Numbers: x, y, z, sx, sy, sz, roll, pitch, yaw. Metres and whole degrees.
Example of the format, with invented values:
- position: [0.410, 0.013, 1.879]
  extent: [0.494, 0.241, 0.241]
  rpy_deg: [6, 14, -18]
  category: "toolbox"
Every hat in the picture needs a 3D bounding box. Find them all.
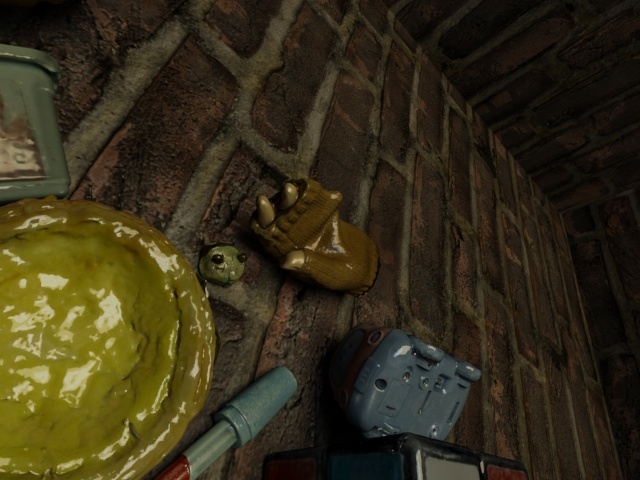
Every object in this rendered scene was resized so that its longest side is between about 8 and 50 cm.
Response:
- position: [-0.170, 0.039, 0.761]
  extent: [0.077, 0.059, 0.076]
  rpy_deg: [26, 56, -40]
  category: "hat"

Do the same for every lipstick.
- position: [-0.140, 0.289, 0.648]
  extent: [0.274, 0.061, 0.068]
  rpy_deg: [-29, 92, -50]
  category: "lipstick"

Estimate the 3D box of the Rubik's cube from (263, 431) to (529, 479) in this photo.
- position: [0.113, 0.478, 0.612]
  extent: [0.316, 0.318, 0.313]
  rpy_deg: [29, 49, -34]
  category: "Rubik's cube"

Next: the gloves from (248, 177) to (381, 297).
- position: [-0.008, 0.006, 0.871]
  extent: [0.356, 0.156, 0.203]
  rpy_deg: [40, 50, -45]
  category: "gloves"

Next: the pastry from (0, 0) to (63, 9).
- position: [-0.486, -0.506, 0.591]
  extent: [0.410, 0.245, 0.409]
  rpy_deg: [24, 54, -39]
  category: "pastry"

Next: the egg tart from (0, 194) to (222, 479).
- position: [-0.292, 0.118, 0.493]
  extent: [0.346, 0.132, 0.345]
  rpy_deg: [11, 65, -24]
  category: "egg tart"

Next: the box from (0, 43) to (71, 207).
- position: [-0.455, -0.111, 0.477]
  extent: [0.312, 0.175, 0.182]
  rpy_deg: [-17, 90, -49]
  category: "box"

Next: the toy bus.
- position: [0.142, 0.271, 0.837]
  extent: [0.294, 0.232, 0.197]
  rpy_deg: [30, 86, -35]
  category: "toy bus"
